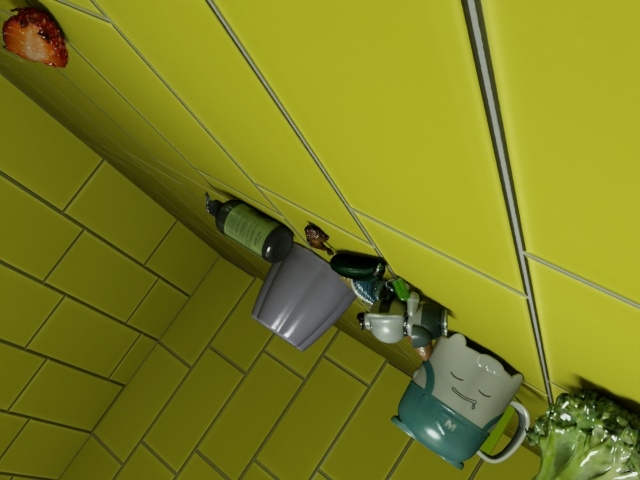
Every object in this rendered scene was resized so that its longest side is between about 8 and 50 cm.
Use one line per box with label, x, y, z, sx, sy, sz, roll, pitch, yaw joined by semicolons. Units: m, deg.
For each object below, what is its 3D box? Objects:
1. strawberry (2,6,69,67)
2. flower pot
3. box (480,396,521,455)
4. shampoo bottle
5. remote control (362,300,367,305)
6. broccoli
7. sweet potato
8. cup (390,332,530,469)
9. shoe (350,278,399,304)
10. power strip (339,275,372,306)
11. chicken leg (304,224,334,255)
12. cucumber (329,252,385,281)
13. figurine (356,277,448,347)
strawberry;-0.528;-0.391;1.188;0.121;0.082;0.188;18;168;-23
flower pot;-0.061;0.164;1.789;0.265;0.243;0.265;35;168;8
box;0.398;0.435;1.701;0.335;0.187;0.047;41;168;-29
shampoo bottle;-0.203;-0.042;1.669;0.283;0.101;0.101;29;169;30
remote control;0.176;0.207;1.846;0.124;0.018;0.053;35;171;0
broccoli;0.472;0.397;1.092;0.248;0.246;0.288;38;173;22
sweet potato;0.199;0.182;1.480;0.214;0.050;0.050;57;173;9
cup;0.344;0.389;1.484;0.289;0.258;0.219;34;176;4
shoe;0.130;0.114;1.431;0.143;0.064;0.071;40;154;3
power strip;0.142;0.153;1.636;0.064;0.044;0.305;23;164;47
chicken leg;-0.004;-0.001;1.421;0.062;0.037;0.145;18;164;14
cucumber;0.074;0.058;1.368;0.056;0.056;0.284;37;170;-16
figurine;0.170;0.164;1.324;0.192;0.126;0.147;-2;146;15
